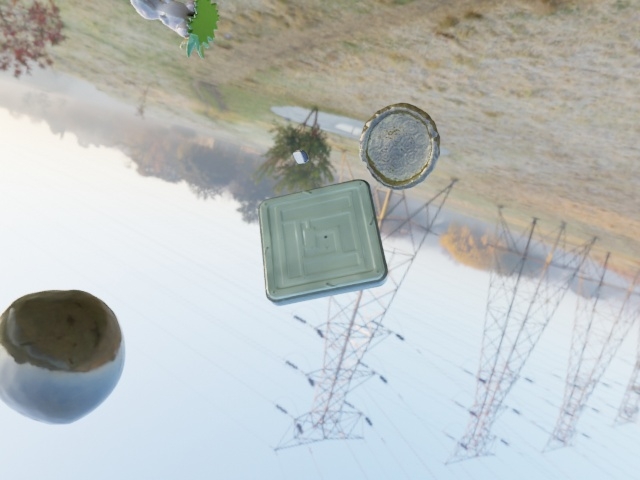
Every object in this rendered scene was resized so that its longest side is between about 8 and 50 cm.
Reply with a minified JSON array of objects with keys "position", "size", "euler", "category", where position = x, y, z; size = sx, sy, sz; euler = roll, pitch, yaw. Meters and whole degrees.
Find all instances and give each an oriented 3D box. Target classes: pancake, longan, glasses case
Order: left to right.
[{"position":[-0.573,0.253,1.097],"size":[0.297,0.297,0.297],"euler":[15,-173,-2],"category":"longan"},{"position":[-0.046,-0.212,1.256],"size":[0.023,0.033,0.083],"euler":[-27,-167,-12],"category":"glasses case"},{"position":[0.176,-0.210,1.135],"size":[0.199,0.199,0.021],"euler":[18,-155,16],"category":"pancake"}]

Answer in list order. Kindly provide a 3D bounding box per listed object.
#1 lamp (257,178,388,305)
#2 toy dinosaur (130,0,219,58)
[{"position":[0.000,0.000,1.119],"size":[0.269,0.267,0.047],"euler":[-12,152,5],"category":"lamp"},{"position":[-0.364,-0.549,1.273],"size":[0.177,0.152,0.194],"euler":[17,-171,28],"category":"toy dinosaur"}]
